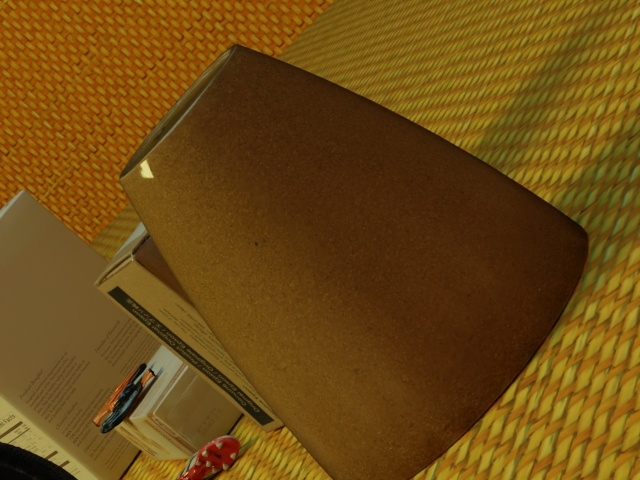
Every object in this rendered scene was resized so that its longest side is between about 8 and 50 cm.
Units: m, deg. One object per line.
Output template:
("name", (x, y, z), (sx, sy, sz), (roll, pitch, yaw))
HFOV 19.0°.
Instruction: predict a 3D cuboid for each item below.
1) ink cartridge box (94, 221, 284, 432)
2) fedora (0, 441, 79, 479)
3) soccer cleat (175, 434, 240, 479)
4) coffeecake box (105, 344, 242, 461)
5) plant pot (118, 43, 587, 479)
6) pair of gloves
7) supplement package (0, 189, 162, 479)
("ink cartridge box", (-0.040, 0.005, 1.561), (0.234, 0.193, 0.088), (-55, 12, -32))
("fedora", (-0.317, 0.320, 1.554), (0.334, 0.334, 0.152), (-60, -15, -47))
("soccer cleat", (-0.094, 0.185, 1.602), (0.083, 0.029, 0.035), (-48, 13, 32))
("coffeecake box", (-0.112, 0.128, 1.765), (0.142, 0.068, 0.185), (-54, 11, -18))
("plant pot", (0.000, 0.000, 1.251), (0.237, 0.254, 0.237), (-48, 11, 12))
("pair of gloves", (-0.181, 0.147, 1.773), (0.074, 0.010, 0.083), (-52, 14, -6))
("supplement package", (-0.302, 0.127, 2.016), (0.199, 0.263, 0.198), (-55, 12, -32))
